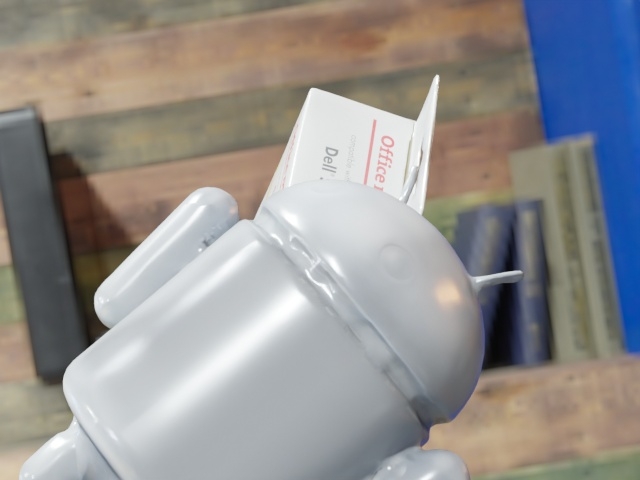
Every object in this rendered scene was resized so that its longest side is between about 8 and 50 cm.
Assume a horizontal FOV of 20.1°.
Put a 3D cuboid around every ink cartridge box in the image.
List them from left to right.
[{"bbox_3d":[0.000,0.000,1.779,0.119,0.207,0.353,17,-42,-8],"label":"ink cartridge box"}]

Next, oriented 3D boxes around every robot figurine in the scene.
[{"bbox_3d":[-0.033,0.096,1.239,0.353,0.300,0.200,-39,-21,-3],"label":"robot figurine"}]
